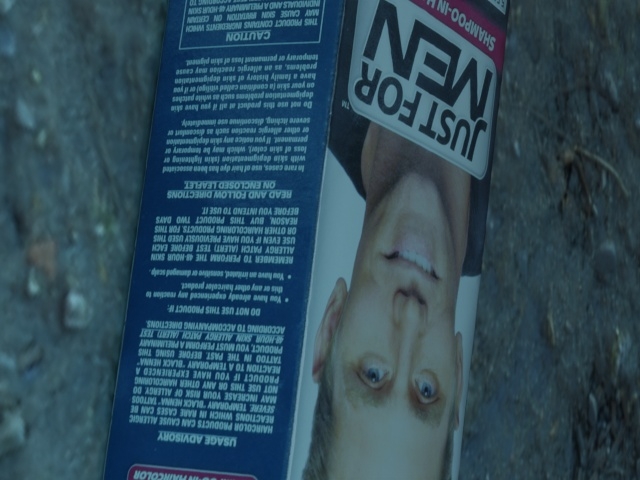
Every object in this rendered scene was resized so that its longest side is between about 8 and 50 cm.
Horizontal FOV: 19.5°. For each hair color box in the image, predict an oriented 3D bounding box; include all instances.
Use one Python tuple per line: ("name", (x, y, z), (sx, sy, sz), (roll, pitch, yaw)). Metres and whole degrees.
("hair color box", (0.000, 0.000, 0.903), (0.174, 0.105, 0.347), (21, 73, -57))
